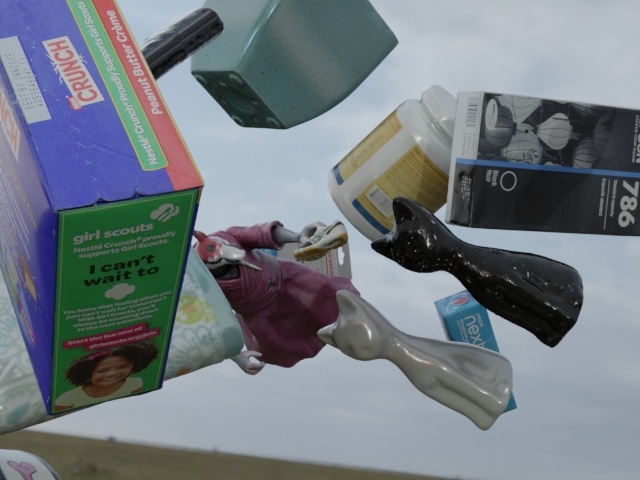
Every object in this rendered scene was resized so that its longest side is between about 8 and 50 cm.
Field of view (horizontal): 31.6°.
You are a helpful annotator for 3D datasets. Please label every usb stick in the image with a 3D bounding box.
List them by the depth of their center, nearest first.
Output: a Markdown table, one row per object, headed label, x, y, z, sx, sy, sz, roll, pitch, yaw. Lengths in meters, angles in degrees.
| label | x | y | z | sx | sy | sz | roll | pitch | yaw |
| --- | --- | --- | --- | --- | --- | --- | --- | --- | --- |
| usb stick | -0.212 | -0.184 | 1.261 | 0.077 | 0.278 | 0.045 | -5 | -59 | 44 |

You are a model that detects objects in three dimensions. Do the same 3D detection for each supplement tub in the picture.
| label | x | y | z | sx | sy | sz | roll | pitch | yaw |
| --- | --- | --- | --- | --- | --- | --- | --- | --- | --- |
| supplement tub | 0.123 | -0.101 | 1.544 | 0.200 | 0.144 | 0.144 | -42 | -35 | 20 |

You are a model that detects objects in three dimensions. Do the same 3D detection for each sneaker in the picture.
| label | x | y | z | sx | sy | sz | roll | pitch | yaw |
| --- | --- | --- | --- | --- | --- | --- | --- | --- | --- |
| sneaker | 0.000 | 0.000 | 1.547 | 0.083 | 0.037 | 0.032 | -24 | -36 | 18 |

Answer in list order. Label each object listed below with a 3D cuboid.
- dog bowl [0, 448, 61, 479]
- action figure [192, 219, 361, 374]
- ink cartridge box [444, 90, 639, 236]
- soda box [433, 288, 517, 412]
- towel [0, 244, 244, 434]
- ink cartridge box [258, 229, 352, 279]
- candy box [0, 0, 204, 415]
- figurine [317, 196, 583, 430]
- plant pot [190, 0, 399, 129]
| label | x | y | z | sx | sy | sz | roll | pitch | yaw |
| --- | --- | --- | --- | --- | --- | --- | --- | --- | --- |
| dog bowl | -0.548 | 0.469 | 1.595 | 0.408 | 0.408 | 0.150 | -1 | -29 | 38 |
| action figure | -0.103 | 0.053 | 1.766 | 0.276 | 0.248 | 0.370 | 36 | -3 | 42 |
| ink cartridge box | 0.315 | -0.091 | 1.405 | 0.333 | 0.165 | 0.065 | 1 | 6 | -27 |
| soda box | 0.255 | 0.189 | 1.857 | 0.071 | 0.210 | 0.067 | -21 | 21 | -2 |
| towel | -0.315 | 0.057 | 1.409 | 0.321 | 0.374 | 0.090 | -19 | -43 | -23 |
| ink cartridge box | -0.028 | 0.035 | 2.040 | 0.180 | 0.104 | 0.060 | -7 | 2 | -11 |
| candy box | -0.216 | -0.043 | 0.979 | 0.122 | 0.268 | 0.317 | -14 | -31 | -22 |
| figurine | 0.122 | 0.075 | 1.156 | 0.209 | 0.092 | 0.215 | 27 | -58 | -7 |
| plant pot | -0.073 | -0.325 | 1.910 | 0.248 | 0.252 | 0.247 | 10 | -29 | 51 |
